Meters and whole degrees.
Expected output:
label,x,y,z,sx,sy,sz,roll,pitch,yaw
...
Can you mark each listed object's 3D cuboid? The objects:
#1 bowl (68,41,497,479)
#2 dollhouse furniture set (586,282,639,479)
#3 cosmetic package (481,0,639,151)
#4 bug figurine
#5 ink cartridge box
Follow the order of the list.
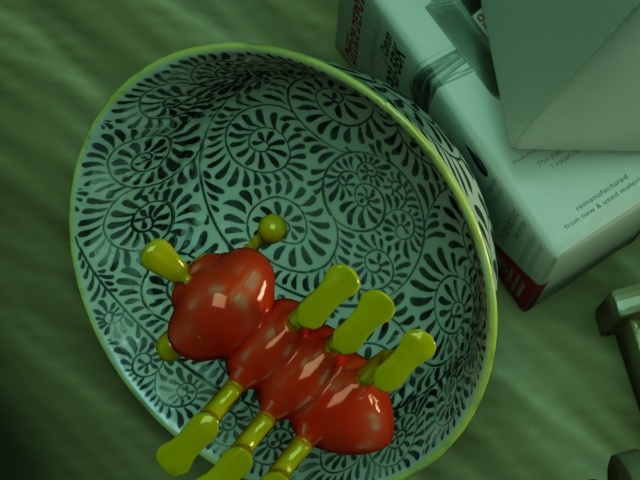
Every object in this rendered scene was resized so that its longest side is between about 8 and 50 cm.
label,x,y,z,sx,sy,sz,roll,pitch,yaw
bowl,0.000,0.000,0.695,0.170,0.080,0.170,11,115,25
dollhouse furniture set,0.181,0.062,0.615,0.212,0.242,0.161,-15,77,-5
cosmetic package,0.170,-0.153,0.656,0.224,0.138,0.224,1,64,-20
bug figurine,-0.045,0.138,0.650,0.279,0.072,0.216,-44,97,9
ink cartridge box,0.064,-0.051,0.712,0.056,0.099,0.135,-33,79,-8
